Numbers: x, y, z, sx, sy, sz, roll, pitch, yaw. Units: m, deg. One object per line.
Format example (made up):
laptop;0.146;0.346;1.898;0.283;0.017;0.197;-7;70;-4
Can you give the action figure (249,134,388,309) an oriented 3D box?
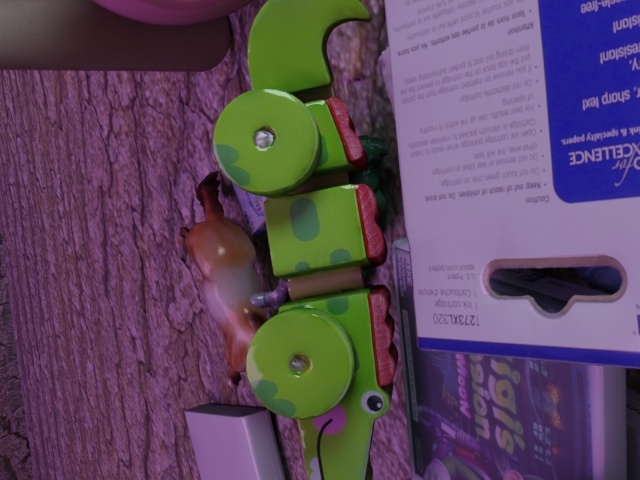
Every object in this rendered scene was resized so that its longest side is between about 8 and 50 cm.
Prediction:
action figure;0.000;0.000;0.662;0.137;0.063;0.232;62;144;31

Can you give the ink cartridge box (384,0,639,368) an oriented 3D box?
ink cartridge box;0.104;-0.133;0.360;0.176;0.069;0.370;-4;89;52

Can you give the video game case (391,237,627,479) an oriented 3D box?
video game case;0.103;0.104;0.470;0.173;0.022;0.190;19;119;59

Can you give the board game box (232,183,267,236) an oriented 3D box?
board game box;-0.059;-0.063;0.775;0.090;0.020;0.090;-45;61;58

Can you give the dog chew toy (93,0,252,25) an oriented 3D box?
dog chew toy;-0.128;-0.318;0.626;0.206;0.207;0.331;110;150;-44

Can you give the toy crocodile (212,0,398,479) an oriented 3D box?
toy crocodile;0.003;0.006;0.528;0.115;0.105;0.340;12;-110;-82

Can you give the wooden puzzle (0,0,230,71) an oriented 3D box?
wooden puzzle;-0.251;-0.321;0.711;0.080;0.322;0.347;-30;73;49

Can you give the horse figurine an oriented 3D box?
horse figurine;-0.090;0.052;0.823;0.174;0.066;0.263;152;101;-71

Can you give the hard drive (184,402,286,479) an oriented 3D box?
hard drive;-0.078;0.348;0.951;0.203;0.040;0.307;-17;86;61

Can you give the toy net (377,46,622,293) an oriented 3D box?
toy net;0.106;-0.036;0.478;0.232;0.045;0.122;55;147;37

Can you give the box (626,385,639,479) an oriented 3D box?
box;0.146;0.142;0.480;0.186;0.038;0.145;30;127;52
